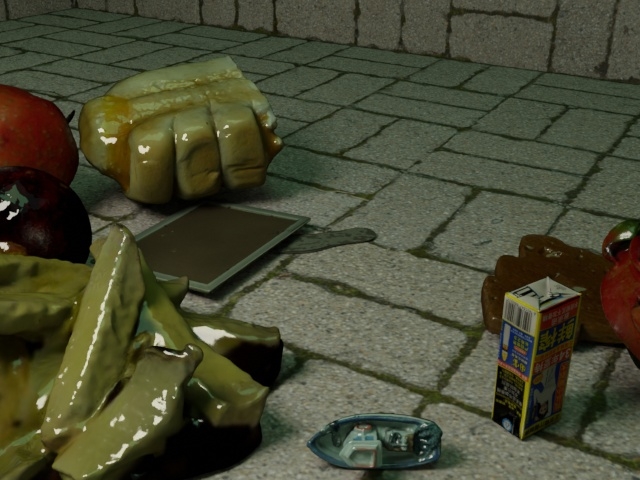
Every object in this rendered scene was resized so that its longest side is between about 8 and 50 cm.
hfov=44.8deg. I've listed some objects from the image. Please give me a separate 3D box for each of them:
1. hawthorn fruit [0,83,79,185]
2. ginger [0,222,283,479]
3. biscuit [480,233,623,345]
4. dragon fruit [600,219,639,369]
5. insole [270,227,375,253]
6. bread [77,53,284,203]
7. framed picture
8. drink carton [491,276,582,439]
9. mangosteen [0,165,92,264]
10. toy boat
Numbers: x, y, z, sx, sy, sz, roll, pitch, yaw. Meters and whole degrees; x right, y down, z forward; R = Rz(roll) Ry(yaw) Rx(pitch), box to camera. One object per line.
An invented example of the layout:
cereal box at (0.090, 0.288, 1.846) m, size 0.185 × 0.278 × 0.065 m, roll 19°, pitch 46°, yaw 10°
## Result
hawthorn fruit at (-0.526, -0.157, 1.303) m, size 0.254 × 0.254 × 0.300 m, roll 14°, pitch 44°, yaw 24°
ginger at (-0.248, 0.105, 0.844) m, size 0.414 × 0.211 × 0.358 m, roll 0°, pitch 28°, yaw -2°
biscuit at (0.336, 0.078, 1.093) m, size 0.302 × 0.043 × 0.278 m, roll -14°, pitch 33°, yaw -29°
dragon fruit at (0.465, 0.083, 0.948) m, size 0.269 × 0.130 × 0.295 m, roll 25°, pitch 48°, yaw 10°
insole at (0.000, 0.000, 1.287) m, size 0.194 × 0.006 × 0.065 m, roll -8°, pitch 27°, yaw -18°
bread at (-0.261, -0.175, 1.409) m, size 0.341 × 0.210 × 0.300 m, roll -19°, pitch 43°, yaw -25°
framed picture at (-0.185, 0.004, 1.256) m, size 0.232 × 0.019 × 0.296 m, roll 12°, pitch 28°, yaw 27°
drink carton at (0.233, 0.129, 0.849) m, size 0.071 × 0.165 × 0.056 m, roll -14°, pitch 29°, yaw -29°
mangosteen at (-0.418, -0.002, 1.073) m, size 0.210 × 0.209 × 0.210 m, roll 1°, pitch 26°, yaw 0°
toy boat at (0.055, 0.210, 0.797) m, size 0.140 × 0.059 × 0.066 m, roll 0°, pitch 9°, yaw 4°
